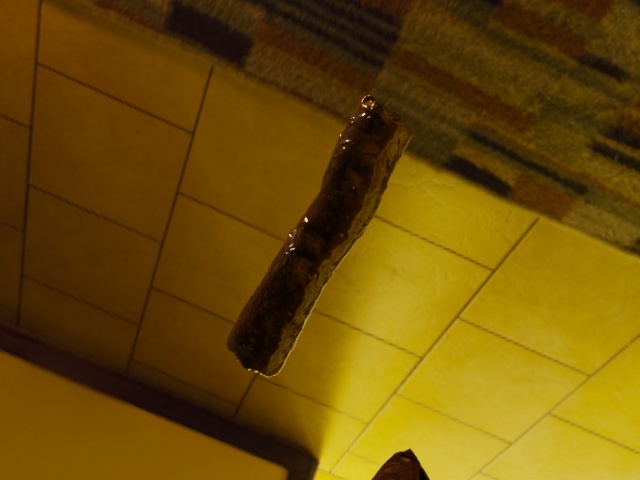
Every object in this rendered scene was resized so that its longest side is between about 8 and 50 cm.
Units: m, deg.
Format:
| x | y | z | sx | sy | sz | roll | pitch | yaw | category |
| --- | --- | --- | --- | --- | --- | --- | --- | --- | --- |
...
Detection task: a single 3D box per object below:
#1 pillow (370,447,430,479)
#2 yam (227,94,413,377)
| x | y | z | sx | sy | sz | roll | pitch | yaw | category |
| --- | --- | --- | --- | --- | --- | --- | --- | --- | --- |
| 0.053 | 0.347 | 0.418 | 0.308 | 0.305 | 0.108 | 46 | 161 | 16 | pillow |
| 0.000 | 0.000 | 0.583 | 0.061 | 0.061 | 0.253 | 28 | 101 | -7 | yam |
